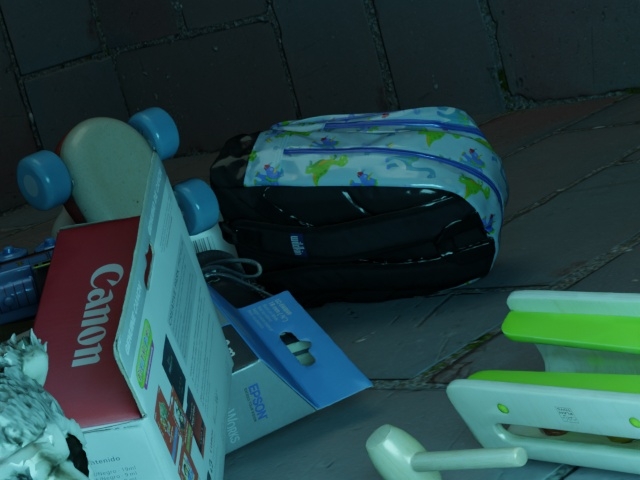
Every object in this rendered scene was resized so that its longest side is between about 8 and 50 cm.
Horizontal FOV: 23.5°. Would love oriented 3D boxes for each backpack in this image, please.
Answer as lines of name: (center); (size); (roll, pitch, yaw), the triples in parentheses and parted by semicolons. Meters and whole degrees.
backpack: (0.075, -0.045, 2.083); (0.355, 0.290, 0.273); (4, 45, 30)

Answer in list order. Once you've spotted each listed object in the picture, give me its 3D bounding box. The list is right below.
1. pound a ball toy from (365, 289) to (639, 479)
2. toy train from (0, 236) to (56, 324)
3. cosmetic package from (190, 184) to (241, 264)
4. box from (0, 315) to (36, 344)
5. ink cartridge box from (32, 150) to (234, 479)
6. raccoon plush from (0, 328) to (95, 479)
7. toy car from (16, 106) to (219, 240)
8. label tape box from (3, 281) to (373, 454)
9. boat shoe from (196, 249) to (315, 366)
pound a ball toy: (0.222, 0.161, 1.323); (0.319, 0.136, 0.208); (-2, 43, 50)
toy train: (-0.351, 0.052, 1.793); (0.184, 0.080, 0.105); (-16, 18, -11)
cosmetic package: (-0.220, 0.018, 2.437); (0.217, 0.156, 0.385); (-17, 7, -6)
box: (-0.347, 0.167, 1.855); (0.130, 0.171, 0.091); (-10, 11, 24)
ink cartridge box: (-0.178, 0.115, 1.372); (0.130, 0.272, 0.309); (-11, 33, 8)
raccoon plush: (-0.335, 0.246, 1.115); (0.446, 0.299, 0.216); (-13, 12, 13)
toy car: (-0.300, -0.031, 2.036); (0.219, 0.210, 0.238); (-27, -4, -39)
label tape box: (-0.149, 0.133, 1.677); (0.333, 0.106, 0.240); (-25, 34, -15)
boat shoe: (-0.153, 0.100, 1.984); (0.186, 0.156, 0.500); (-17, 12, -21)
